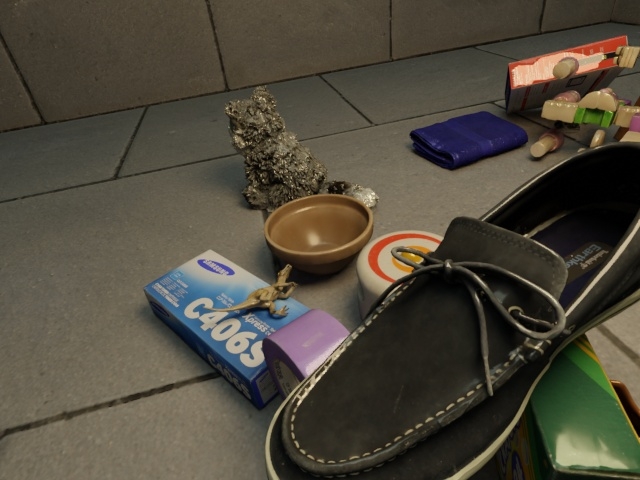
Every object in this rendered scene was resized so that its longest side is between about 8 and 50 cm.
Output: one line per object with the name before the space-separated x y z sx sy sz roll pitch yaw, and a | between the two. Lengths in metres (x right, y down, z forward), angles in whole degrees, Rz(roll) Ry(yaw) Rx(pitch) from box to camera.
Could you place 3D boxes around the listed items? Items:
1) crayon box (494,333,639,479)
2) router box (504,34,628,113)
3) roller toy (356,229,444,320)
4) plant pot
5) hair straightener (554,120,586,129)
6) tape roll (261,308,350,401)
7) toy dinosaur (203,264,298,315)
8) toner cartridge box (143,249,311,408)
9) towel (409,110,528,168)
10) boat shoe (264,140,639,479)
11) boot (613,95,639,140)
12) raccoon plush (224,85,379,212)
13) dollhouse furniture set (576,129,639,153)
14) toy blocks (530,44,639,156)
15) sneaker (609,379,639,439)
crayon box | 0.261 0.175 0.502 0.083 0.203 0.323 -1 35 11
router box | 0.774 -0.522 1.311 0.301 0.082 0.335 -6 1 22
roller toy | 0.162 0.077 0.710 0.191 0.146 0.209 -32 42 -30
plant pot | 0.000 0.000 0.886 0.237 0.110 0.237 -5 34 3
hair straightener | 0.861 -0.419 1.359 0.089 0.047 0.230 20 38 34
tape roll | 0.003 0.194 0.539 0.080 0.189 0.189 -28 39 -25
toy dinosaur | -0.100 0.101 0.697 0.092 0.053 0.183 5 25 44
toner cartridge box | -0.168 0.140 0.750 0.347 0.075 0.165 23 43 37
towel | 0.472 -0.321 1.290 0.308 0.076 0.228 -20 43 -17
boat shoe | 0.155 0.060 0.392 0.500 0.156 0.187 -31 34 -12
boot | 0.943 -0.357 1.053 0.096 0.281 0.264 0 30 -21
raccoon plush | -0.054 -0.251 1.089 0.446 0.299 0.216 5 36 17
dollhouse furniture set | 0.700 -0.124 0.793 0.362 0.257 0.394 25 47 38
toy blocks | 0.785 -0.377 1.092 0.260 0.309 0.288 -30 41 -35
sneaker | 0.338 0.279 0.410 0.105 0.123 0.290 -3 36 4
